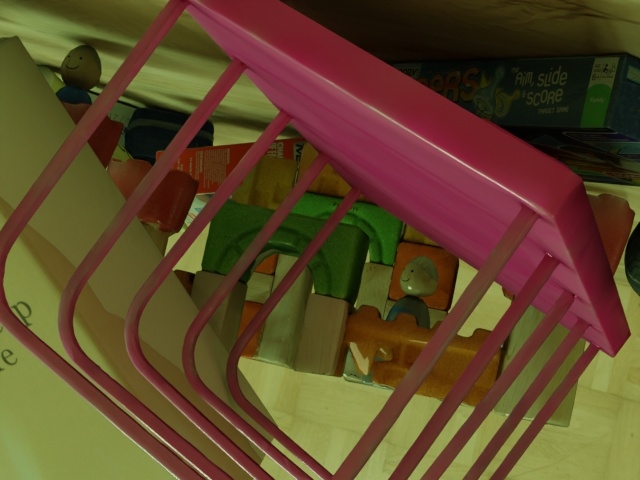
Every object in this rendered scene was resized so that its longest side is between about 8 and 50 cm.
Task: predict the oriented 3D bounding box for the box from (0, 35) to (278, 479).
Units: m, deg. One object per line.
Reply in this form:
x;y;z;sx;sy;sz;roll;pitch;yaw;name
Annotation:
-0.176;0.048;0.700;0.148;0.311;0.121;-29;-167;23;box

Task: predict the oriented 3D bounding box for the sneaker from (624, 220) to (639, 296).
0.169;-0.028;0.413;0.106;0.101;0.267;26;165;-5;sneaker

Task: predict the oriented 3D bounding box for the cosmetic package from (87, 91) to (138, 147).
-0.289;-0.072;1.246;0.151;0.183;0.151;13;179;44;cosmetic package

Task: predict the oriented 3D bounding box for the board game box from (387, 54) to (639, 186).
0.126;-0.060;0.597;0.136;0.035;0.201;14;179;-34;board game box

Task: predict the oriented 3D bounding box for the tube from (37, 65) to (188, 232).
-0.218;-0.079;1.125;0.062;0.070;0.240;-25;139;15;tube

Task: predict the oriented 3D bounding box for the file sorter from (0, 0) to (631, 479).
0.009;0.036;0.562;0.202;0.182;0.291;35;178;24;file sorter

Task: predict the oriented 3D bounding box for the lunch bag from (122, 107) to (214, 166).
-0.164;-0.102;1.190;0.098;0.065;0.067;11;160;-17;lunch bag

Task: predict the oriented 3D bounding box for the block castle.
0.000;0.000;0.898;0.453;0.212;0.303;11;173;11;block castle

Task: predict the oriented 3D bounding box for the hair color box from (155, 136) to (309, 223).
-0.069;-0.058;1.119;0.167;0.053;0.093;-5;163;14;hair color box
